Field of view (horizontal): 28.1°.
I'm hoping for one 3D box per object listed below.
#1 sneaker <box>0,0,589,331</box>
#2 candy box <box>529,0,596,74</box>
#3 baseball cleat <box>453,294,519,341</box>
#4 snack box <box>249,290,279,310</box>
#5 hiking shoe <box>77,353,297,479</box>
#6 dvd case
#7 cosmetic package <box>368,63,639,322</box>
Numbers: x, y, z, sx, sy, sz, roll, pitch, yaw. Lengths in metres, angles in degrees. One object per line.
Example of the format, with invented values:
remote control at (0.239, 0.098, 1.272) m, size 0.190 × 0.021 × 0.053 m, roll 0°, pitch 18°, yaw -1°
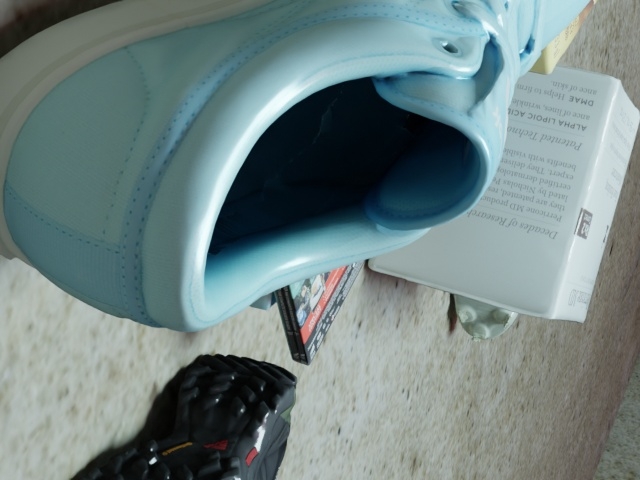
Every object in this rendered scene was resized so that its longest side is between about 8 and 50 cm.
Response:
sneaker at (0.038, -0.062, 0.544) m, size 0.366 × 0.150 × 0.135 m, roll -34°, pitch 140°, yaw -30°
candy box at (0.118, -0.273, 0.697) m, size 0.183 × 0.087 × 0.316 m, roll -55°, pitch 148°, yaw -37°
baseball cleat at (0.174, -0.005, 1.219) m, size 0.109 × 0.072 × 0.206 m, roll -60°, pitch 159°, yaw -51°
snack box at (0.023, -0.105, 0.764) m, size 0.322 × 0.060 × 0.187 m, roll -39°, pitch 139°, yaw -58°
hiking shoe at (-0.070, 0.157, 0.665) m, size 0.227 × 0.086 × 0.114 m, roll -46°, pitch 142°, yaw -54°
dvd case at (0.000, 0.000, 0.673) m, size 0.087 × 0.013 × 0.119 m, roll -61°, pitch 158°, yaw -30°
cosmetic package at (0.148, -0.041, 1.005) m, size 0.151 × 0.151 × 0.184 m, roll 12°, pitch 93°, yaw -69°
